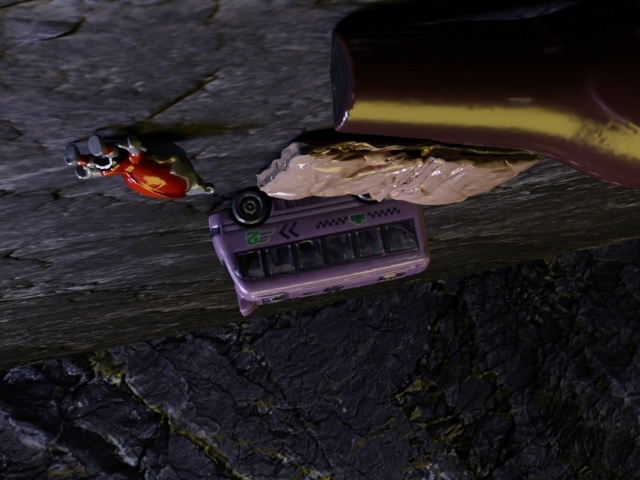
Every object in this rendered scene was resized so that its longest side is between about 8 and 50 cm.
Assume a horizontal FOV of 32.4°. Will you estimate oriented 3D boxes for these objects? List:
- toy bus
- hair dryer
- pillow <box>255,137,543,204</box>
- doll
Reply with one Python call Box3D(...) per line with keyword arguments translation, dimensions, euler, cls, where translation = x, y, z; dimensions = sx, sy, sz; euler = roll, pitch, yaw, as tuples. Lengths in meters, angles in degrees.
Box3D(translation=(0.000, 0.000, 1.038), dimensions=(0.199, 0.108, 0.096), euler=(-11, 172, -3), cls="toy bus")
Box3D(translation=(0.145, -0.092, 0.746), dimensions=(0.312, 0.123, 0.340), euler=(0, -178, -7), cls="hair dryer")
Box3D(translation=(0.067, -0.060, 0.925), dimensions=(0.232, 0.043, 0.126), euler=(-1, 167, -25), cls="pillow")
Box3D(translation=(-0.119, -0.050, 0.758), dimensions=(0.114, 0.039, 0.057), euler=(15, 123, -45), cls="doll")
